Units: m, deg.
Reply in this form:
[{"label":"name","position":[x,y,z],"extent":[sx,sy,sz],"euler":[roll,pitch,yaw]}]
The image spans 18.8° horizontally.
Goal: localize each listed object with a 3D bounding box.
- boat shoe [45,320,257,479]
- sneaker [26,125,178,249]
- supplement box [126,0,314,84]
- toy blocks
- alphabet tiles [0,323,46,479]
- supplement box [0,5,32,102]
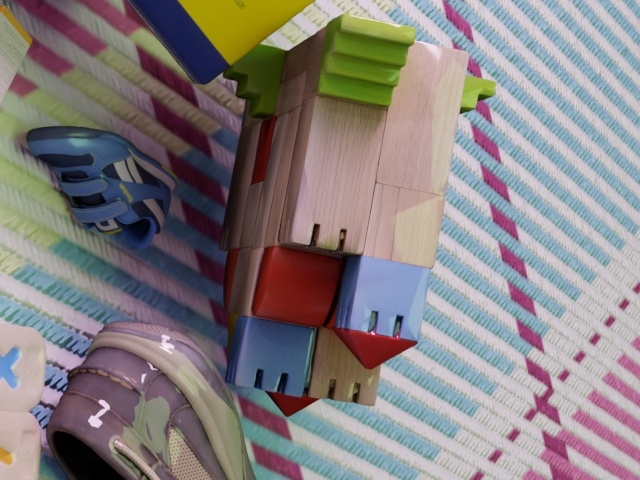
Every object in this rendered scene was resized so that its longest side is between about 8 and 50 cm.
[{"label":"boat shoe","position":[-0.097,0.227,1.376],"extent":[0.130,0.132,0.355],"euler":[-43,116,-37]},{"label":"sneaker","position":[-0.151,-0.039,1.347],"extent":[0.144,0.053,0.059],"euler":[31,66,-51]},{"label":"supplement box","position":[-0.019,-0.310,1.258],"extent":[0.356,0.194,0.195],"euler":[-37,133,3]},{"label":"toy blocks","position":[0.000,0.000,1.374],"extent":[0.190,0.381,0.261],"euler":[11,86,-12]},{"label":"alphabet tiles","position":[-0.270,0.129,1.189],"extent":[0.278,0.021,0.284],"euler":[10,81,-57]},{"label":"supplement box","position":[-0.231,-0.099,1.217],"extent":[0.036,0.062,0.098],"euler":[53,46,-43]}]
